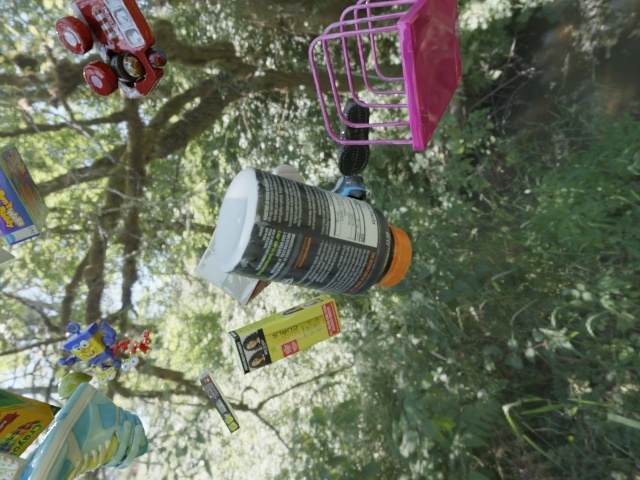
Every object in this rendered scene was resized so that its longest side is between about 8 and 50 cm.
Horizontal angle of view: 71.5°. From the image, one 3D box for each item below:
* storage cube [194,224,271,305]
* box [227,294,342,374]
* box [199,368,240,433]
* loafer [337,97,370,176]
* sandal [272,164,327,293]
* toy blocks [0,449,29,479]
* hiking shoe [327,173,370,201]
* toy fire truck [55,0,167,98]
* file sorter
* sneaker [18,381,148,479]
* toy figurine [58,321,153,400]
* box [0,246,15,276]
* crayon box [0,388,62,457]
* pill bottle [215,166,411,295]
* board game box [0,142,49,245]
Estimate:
[{"bbox_3d":[-0.218,0.045,1.315,0.184,0.215,0.193,-58,-6,19],"label":"storage cube"},{"bbox_3d":[-0.072,0.197,0.947,0.058,0.232,0.087,10,115,64],"label":"box"},{"bbox_3d":[-0.343,0.542,1.509,0.207,0.036,0.114,60,165,-2],"label":"box"},{"bbox_3d":[0.086,-0.265,1.141,0.078,0.080,0.220,-99,12,-47],"label":"loafer"},{"bbox_3d":[-0.039,-0.021,0.877,0.102,0.076,0.265,-38,-69,-44],"label":"sandal"},{"bbox_3d":[-0.774,0.566,0.923,0.309,0.288,0.260,66,-144,-62],"label":"toy blocks"},{"bbox_3d":[0.056,-0.127,1.696,0.304,0.113,0.132,-47,42,34],"label":"hiking shoe"},{"bbox_3d":[-0.568,-0.556,1.268,0.169,0.253,0.302,-57,-42,-38],"label":"toy fire truck"},{"bbox_3d":[0.127,-0.323,0.796,0.291,0.182,0.202,-57,-38,-40],"label":"file sorter"},{"bbox_3d":[-0.473,0.448,0.928,0.127,0.208,0.319,-49,18,13],"label":"sneaker"},{"bbox_3d":[-0.783,0.356,1.502,0.217,0.362,0.191,57,-171,-26],"label":"toy figurine"},{"bbox_3d":[-0.646,0.081,0.769,0.170,0.091,0.130,-52,16,-1],"label":"box"},{"bbox_3d":[-0.946,0.549,1.298,0.202,0.081,0.318,-50,-39,-10],"label":"crayon box"},{"bbox_3d":[0.000,0.000,0.578,0.130,0.245,0.130,-33,50,51],"label":"pill bottle"},{"bbox_3d":[-0.880,-0.144,1.265,0.347,0.078,0.233,29,140,59],"label":"board game box"}]
